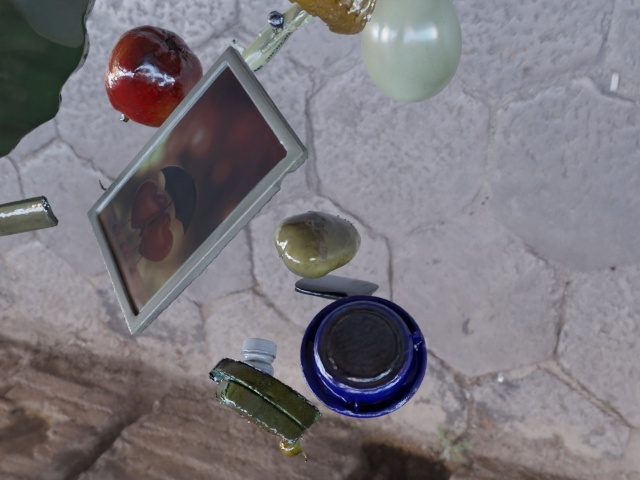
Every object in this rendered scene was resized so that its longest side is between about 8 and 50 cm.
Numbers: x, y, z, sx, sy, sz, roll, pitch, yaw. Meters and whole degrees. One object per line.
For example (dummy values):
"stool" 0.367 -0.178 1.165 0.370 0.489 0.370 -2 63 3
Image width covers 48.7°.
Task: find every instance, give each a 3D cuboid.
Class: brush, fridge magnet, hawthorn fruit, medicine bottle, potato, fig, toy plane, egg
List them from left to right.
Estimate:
"brush" -0.433 -0.009 0.850 0.248 0.036 0.043 -9 130 12
"hawthorn fruit" -0.485 -0.448 2.015 0.265 0.265 0.307 40 121 3
"medicine bottle" -0.183 0.370 1.997 0.105 0.168 0.105 6 155 3
"toy plane" -0.123 -0.534 1.845 0.256 0.242 0.104 -33 113 5
"fig" -0.059 0.485 1.644 0.050 0.050 0.083 -26 119 40
"potato" 0.000 0.000 1.889 0.191 0.296 0.141 43 120 24
"fridge magnet" 0.088 0.233 1.461 0.265 0.265 0.113 25 155 16
"egg" 0.169 -0.379 1.328 0.188 0.188 0.254 14 140 24

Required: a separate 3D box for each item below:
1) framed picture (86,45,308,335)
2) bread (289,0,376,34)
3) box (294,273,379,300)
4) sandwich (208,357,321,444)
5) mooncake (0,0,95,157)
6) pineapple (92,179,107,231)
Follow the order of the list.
"framed picture" -0.155 -0.060 0.821 0.289 0.020 0.211 -44 53 16
"bread" -0.006 -0.417 0.983 0.149 0.274 0.274 -38 96 19
"box" 0.047 0.135 2.003 0.201 0.212 0.042 11 102 22
"sandwich" -0.111 0.294 1.262 0.235 0.079 0.159 30 152 20
"mooncake" -0.403 -0.249 0.720 0.356 0.194 0.356 -1 89 25
"pineapple" -0.467 -0.028 1.767 0.271 0.262 0.263 8 124 37
